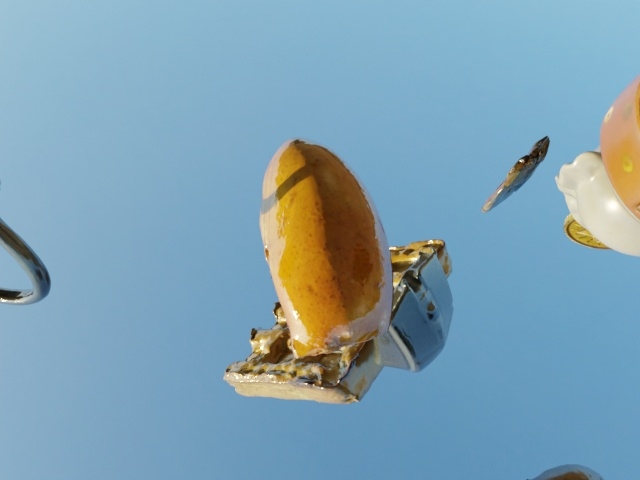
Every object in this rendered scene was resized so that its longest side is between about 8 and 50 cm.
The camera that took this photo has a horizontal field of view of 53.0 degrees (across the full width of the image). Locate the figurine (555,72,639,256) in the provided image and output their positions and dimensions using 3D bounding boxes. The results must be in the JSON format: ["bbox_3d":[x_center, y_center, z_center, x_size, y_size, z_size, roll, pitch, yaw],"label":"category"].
[{"bbox_3d":[0.249,-0.040,0.448,0.143,0.271,0.143,4,-123,-7],"label":"figurine"}]

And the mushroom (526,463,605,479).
[{"bbox_3d":[0.284,0.424,0.804,0.263,0.283,0.195,-6,-131,-36],"label":"mushroom"}]

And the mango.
[{"bbox_3d":[0.000,0.000,0.683,0.126,0.154,0.252,-8,-114,-15],"label":"mango"}]

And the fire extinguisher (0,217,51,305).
[{"bbox_3d":[-0.406,-0.014,0.651,0.376,0.200,0.113,-6,-117,33],"label":"fire extinguisher"}]

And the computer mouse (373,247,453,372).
[{"bbox_3d":[0.128,0.104,0.820,0.071,0.231,0.126,28,-116,24],"label":"computer mouse"}]

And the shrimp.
[{"bbox_3d":[0.342,-0.125,1.077,0.035,0.148,0.195,41,-102,13],"label":"shrimp"}]

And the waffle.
[{"bbox_3d":[0.030,0.130,1.056,0.304,0.077,0.348,-9,-151,47],"label":"waffle"}]
